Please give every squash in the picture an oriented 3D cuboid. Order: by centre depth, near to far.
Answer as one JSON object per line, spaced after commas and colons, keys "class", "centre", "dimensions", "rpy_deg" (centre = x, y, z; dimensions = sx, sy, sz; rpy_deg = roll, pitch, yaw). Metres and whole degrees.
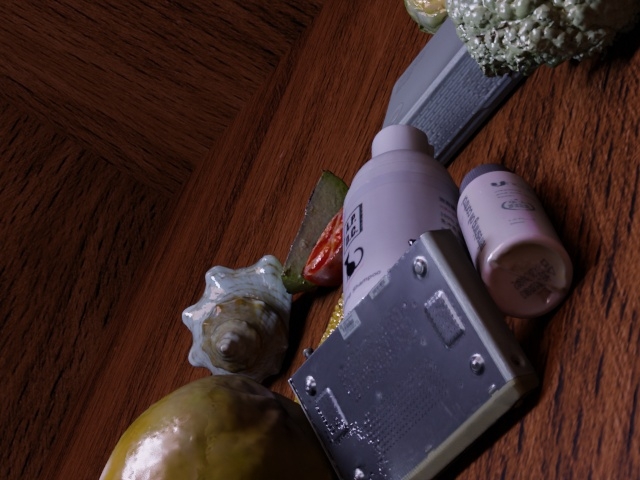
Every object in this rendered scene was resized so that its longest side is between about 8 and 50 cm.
{"class": "squash", "centre": [0.021, 0.007, 2.339], "dimensions": [0.184, 0.085, 0.192], "rpy_deg": [56, -125, -71]}

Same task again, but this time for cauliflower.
{"class": "cauliflower", "centre": [0.277, -0.293, 1.787], "dimensions": [0.250, 0.275, 0.272], "rpy_deg": [72, -177, -58]}

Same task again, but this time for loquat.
{"class": "loquat", "centre": [-0.105, 0.293, 1.633], "dimensions": [0.276, 0.276, 0.284], "rpy_deg": [-110, 43, -75]}

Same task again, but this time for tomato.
{"class": "tomato", "centre": [0.046, 0.006, 2.205], "dimensions": [0.155, 0.069, 0.155], "rpy_deg": [-53, 11, 16]}

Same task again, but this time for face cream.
{"class": "face cream", "centre": [0.194, -0.016, 1.623], "dimensions": [0.092, 0.092, 0.311], "rpy_deg": [-55, 12, 16]}
{"class": "face cream", "centre": [0.094, -0.017, 1.765], "dimensions": [0.145, 0.145, 0.370], "rpy_deg": [-51, 24, 32]}

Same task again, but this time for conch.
{"class": "conch", "centre": [-0.120, 0.109, 2.394], "dimensions": [0.203, 0.169, 0.386], "rpy_deg": [-48, 14, 14]}

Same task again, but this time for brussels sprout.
{"class": "brussels sprout", "centre": [0.210, -0.376, 2.374], "dimensions": [0.151, 0.122, 0.149], "rpy_deg": [9, 72, 39]}

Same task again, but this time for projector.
{"class": "projector", "centre": [0.193, -0.226, 2.118], "dimensions": [0.257, 0.099, 0.192], "rpy_deg": [-50, 16, 37]}

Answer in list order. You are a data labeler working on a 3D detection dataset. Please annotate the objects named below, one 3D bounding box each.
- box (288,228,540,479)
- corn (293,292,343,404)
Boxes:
{"class": "box", "centre": [0.082, 0.137, 1.536], "dimensions": [0.270, 0.045, 0.211], "rpy_deg": [-48, 60, 39]}
{"class": "corn", "centre": [0.026, 0.173, 1.827], "dimensions": [0.293, 0.106, 0.106], "rpy_deg": [-64, 12, -3]}
